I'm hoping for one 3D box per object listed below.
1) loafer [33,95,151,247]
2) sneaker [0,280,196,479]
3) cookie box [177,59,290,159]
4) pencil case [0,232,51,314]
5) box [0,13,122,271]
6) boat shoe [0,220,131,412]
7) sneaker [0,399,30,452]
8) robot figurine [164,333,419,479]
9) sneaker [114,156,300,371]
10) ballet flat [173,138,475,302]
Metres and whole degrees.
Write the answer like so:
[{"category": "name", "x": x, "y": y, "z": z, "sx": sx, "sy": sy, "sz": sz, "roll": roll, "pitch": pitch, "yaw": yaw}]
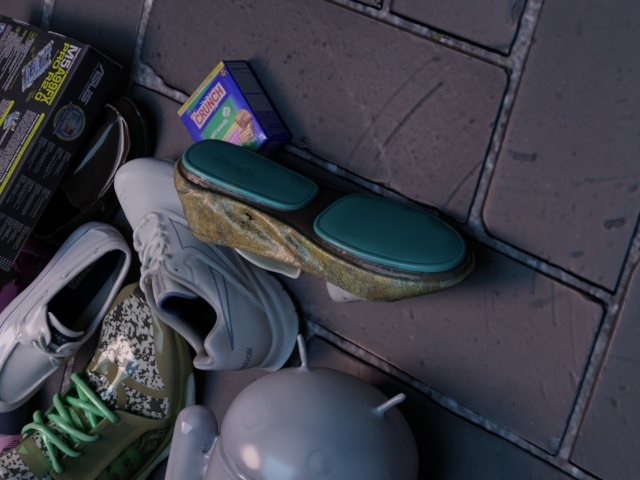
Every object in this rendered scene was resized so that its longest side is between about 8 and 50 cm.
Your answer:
[{"category": "loafer", "x": -0.269, "y": -0.070, "z": 1.672, "sx": 0.080, "sy": 0.078, "sz": 0.220, "roll": 45, "pitch": 121, "yaw": 28}, {"category": "sneaker", "x": -0.278, "y": 0.233, "z": 1.641, "sx": 0.158, "sy": 0.182, "sz": 0.410, "roll": 38, "pitch": 116, "yaw": 31}, {"category": "cookie box", "x": -0.094, "y": -0.125, "z": 1.545, "sx": 0.092, "sy": 0.040, "sz": 0.107, "roll": -45, "pitch": 66, "yaw": 35}, {"category": "pencil case", "x": -0.497, "y": 0.067, "z": 1.828, "sx": 0.386, "sy": 0.167, "sz": 0.160, "roll": -2, "pitch": 117, "yaw": 39}, {"category": "box", "x": -0.374, "y": -0.122, "z": 1.683, "sx": 0.216, "sy": 0.060, "sz": 0.270, "roll": 22, "pitch": 82, "yaw": 43}, {"category": "boat shoe", "x": -0.310, "y": 0.095, "z": 1.656, "sx": 0.258, "sy": 0.095, "sz": 0.084, "roll": -58, "pitch": 31, "yaw": 3}, {"category": "sneaker", "x": -0.502, "y": 0.220, "z": 1.875, "sx": 0.319, "sy": 0.112, "sz": 0.131, "roll": -1, "pitch": 91, "yaw": 41}, {"category": "robot figurine", "x": -0.024, "y": 0.273, "z": 1.420, "sx": 0.299, "sy": 0.200, "sz": 0.354, "roll": 24, "pitch": 110, "yaw": 12}, {"category": "sneaker", "x": -0.142, "y": 0.019, "z": 1.543, "sx": 0.297, "sy": 0.129, "sz": 0.111, "roll": 51, "pitch": 125, "yaw": 26}, {"category": "ballet flat", "x": 0.000, "y": 0.000, "z": 1.434, "sx": 0.348, "sy": 0.123, "sz": 0.123, "roll": 22, "pitch": 108, "yaw": 28}]
